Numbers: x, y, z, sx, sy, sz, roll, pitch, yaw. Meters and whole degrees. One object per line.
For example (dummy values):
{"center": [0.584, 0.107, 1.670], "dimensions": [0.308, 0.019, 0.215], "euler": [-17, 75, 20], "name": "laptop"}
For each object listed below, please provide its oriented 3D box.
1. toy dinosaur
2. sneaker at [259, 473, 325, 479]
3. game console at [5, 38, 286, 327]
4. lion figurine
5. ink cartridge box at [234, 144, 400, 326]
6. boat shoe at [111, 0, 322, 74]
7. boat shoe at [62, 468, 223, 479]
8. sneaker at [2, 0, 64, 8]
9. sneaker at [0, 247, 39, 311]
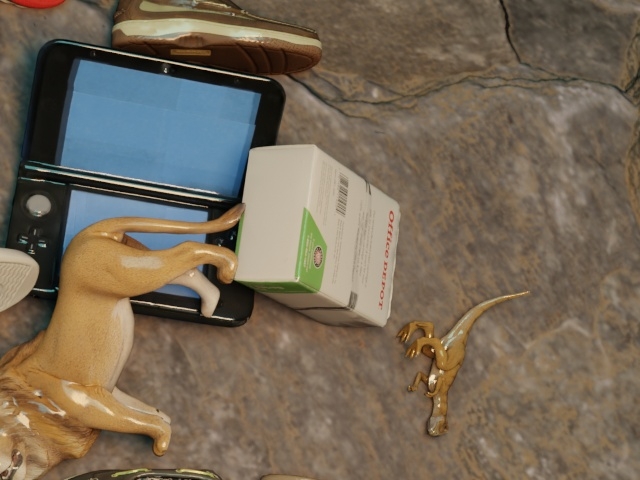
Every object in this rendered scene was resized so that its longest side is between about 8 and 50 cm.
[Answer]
{"center": [0.156, 0.132, 1.921], "dimensions": [0.112, 0.064, 0.212], "euler": [28, 81, -24], "name": "toy dinosaur"}
{"center": [0.016, 0.321, 1.832], "dimensions": [0.188, 0.066, 0.071], "euler": [15, 75, -9], "name": "sneaker"}
{"center": [-0.200, -0.063, 1.807], "dimensions": [0.293, 0.173, 0.250], "euler": [9, 54, -10], "name": "game console"}
{"center": [-0.251, 0.103, 1.736], "dimensions": [0.240, 0.142, 0.392], "euler": [21, 97, -7], "name": "lion figurine"}
{"center": [0.000, 0.000, 1.826], "dimensions": [0.092, 0.219, 0.160], "euler": [-1, 73, 29], "name": "ink cartridge box"}
{"center": [-0.124, -0.267, 1.924], "dimensions": [0.257, 0.095, 0.095], "euler": [5, 70, -12], "name": "boat shoe"}
{"center": [-0.216, 0.294, 1.782], "dimensions": [0.227, 0.069, 0.081], "euler": [-5, 78, -14], "name": "boat shoe"}
{"center": [-0.361, -0.354, 1.807], "dimensions": [0.118, 0.279, 0.107], "euler": [30, 75, 37], "name": "sneaker"}
{"center": [-0.438, 0.013, 1.699], "dimensions": [0.256, 0.094, 0.151], "euler": [-5, 40, -38], "name": "sneaker"}
